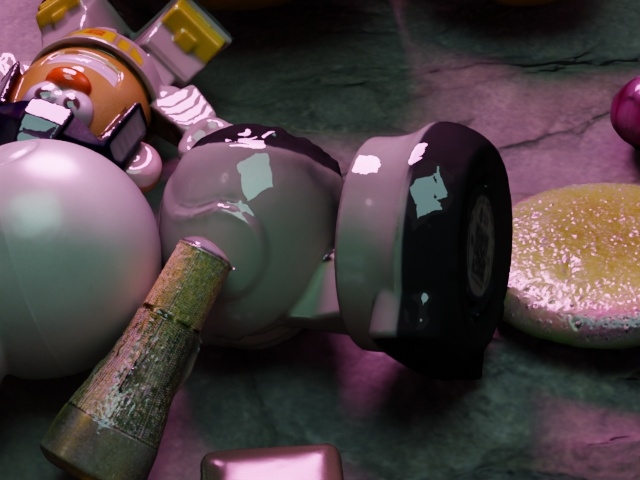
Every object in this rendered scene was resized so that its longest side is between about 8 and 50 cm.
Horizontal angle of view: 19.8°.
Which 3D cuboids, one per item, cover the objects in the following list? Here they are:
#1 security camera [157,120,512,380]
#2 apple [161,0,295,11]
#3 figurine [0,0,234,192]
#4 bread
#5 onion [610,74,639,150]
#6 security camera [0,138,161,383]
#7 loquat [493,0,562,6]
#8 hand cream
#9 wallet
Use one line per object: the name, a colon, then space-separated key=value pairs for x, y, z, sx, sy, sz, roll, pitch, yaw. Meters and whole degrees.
security camera: x=0.000 y=0.000 z=1.467 sx=0.277 sy=0.197 sz=0.191 roll=2 pitch=76 yaw=20
apple: x=-0.090 y=-0.409 z=1.763 sx=0.374 sy=0.384 sz=0.374 roll=2 pitch=49 yaw=-2
figurine: x=-0.207 y=-0.113 z=1.618 sx=0.308 sy=0.143 sz=0.308 roll=-13 pitch=35 yaw=9
bread: x=0.239 y=0.013 z=1.547 sx=0.228 sy=0.033 sz=0.228 roll=-4 pitch=36 yaw=3
onion: x=0.320 y=-0.106 z=1.667 sx=0.115 sy=0.115 sz=0.105 roll=9 pitch=88 yaw=8
security camera: x=-0.236 y=0.024 z=1.417 sx=0.236 sy=0.195 sz=0.194 roll=-25 pitch=48 yaw=-13
loquat: x=0.190 y=-0.337 z=1.815 sx=0.243 sy=0.244 sz=0.244 roll=1 pitch=43 yaw=-1
hand cream: x=-0.130 y=0.089 z=1.377 sx=0.084 sy=0.084 sz=0.203 roll=24 pitch=81 yaw=22
wallet: x=-0.035 y=0.211 z=1.347 sx=0.118 sy=0.039 sz=0.153 roll=1 pitch=39 yaw=-4
